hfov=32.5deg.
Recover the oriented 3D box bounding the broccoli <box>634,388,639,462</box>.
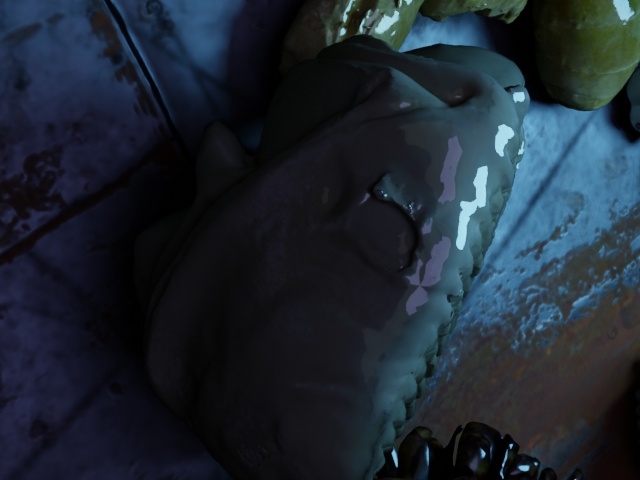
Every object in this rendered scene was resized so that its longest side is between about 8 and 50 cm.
[{"bbox_3d":[0.485,0.192,1.076,0.281,0.348,0.293,-57,163,-22],"label":"broccoli"}]

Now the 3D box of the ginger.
[{"bbox_3d":[0.136,-0.274,0.892,0.363,0.122,0.348,-2,104,-21],"label":"ginger"}]

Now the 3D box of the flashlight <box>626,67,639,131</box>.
[{"bbox_3d":[0.357,-0.185,1.074,0.093,0.047,0.200,35,74,-29],"label":"flashlight"}]

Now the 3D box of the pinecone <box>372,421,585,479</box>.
[{"bbox_3d":[0.115,0.266,0.822,0.242,0.296,0.298,-61,155,7],"label":"pinecone"}]

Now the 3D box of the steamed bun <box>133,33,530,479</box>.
[{"bbox_3d":[-0.002,0.001,0.752,0.219,0.310,0.324,23,104,7],"label":"steamed bun"}]
